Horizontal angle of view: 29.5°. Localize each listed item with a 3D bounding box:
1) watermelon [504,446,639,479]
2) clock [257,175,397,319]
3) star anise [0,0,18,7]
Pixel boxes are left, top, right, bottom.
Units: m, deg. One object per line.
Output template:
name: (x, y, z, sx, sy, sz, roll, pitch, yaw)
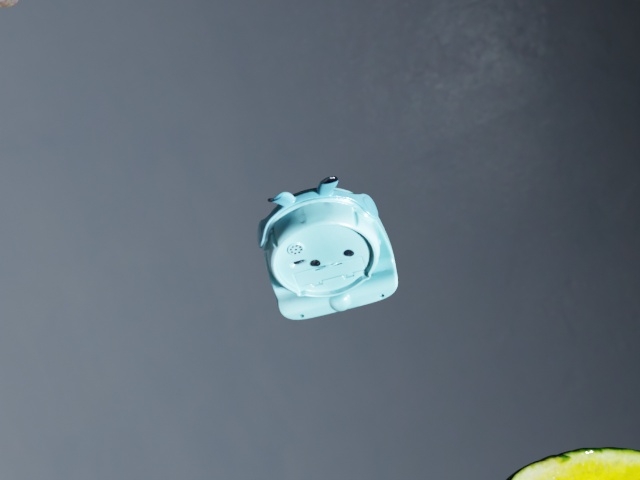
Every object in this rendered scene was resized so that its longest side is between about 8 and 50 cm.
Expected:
watermelon: (0.156, 0.147, 0.609, 0.092, 0.181, 0.075, -83, -170, -74)
clock: (0.000, -0.001, 1.008, 0.045, 0.108, 0.147, -100, 173, -46)
star anise: (-0.351, -0.337, 1.288, 0.220, 0.099, 0.214, 41, 39, 21)
